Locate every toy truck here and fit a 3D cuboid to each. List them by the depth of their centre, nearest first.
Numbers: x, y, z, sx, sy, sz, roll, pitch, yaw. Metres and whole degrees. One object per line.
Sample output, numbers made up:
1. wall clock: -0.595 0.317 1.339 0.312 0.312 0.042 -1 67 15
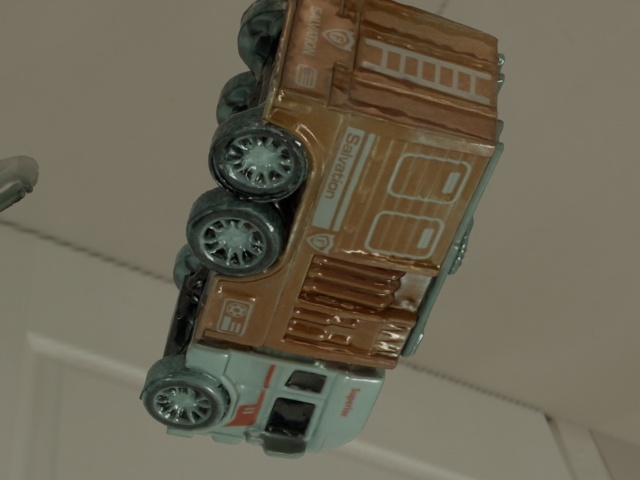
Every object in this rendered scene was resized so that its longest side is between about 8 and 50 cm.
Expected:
1. toy truck: 0.000 0.000 0.861 0.162 0.136 0.305 15 133 -6

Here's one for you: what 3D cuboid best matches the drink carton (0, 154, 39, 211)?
1. drink carton: -0.248 -0.071 0.643 0.191 0.185 0.189 -22 97 -3
